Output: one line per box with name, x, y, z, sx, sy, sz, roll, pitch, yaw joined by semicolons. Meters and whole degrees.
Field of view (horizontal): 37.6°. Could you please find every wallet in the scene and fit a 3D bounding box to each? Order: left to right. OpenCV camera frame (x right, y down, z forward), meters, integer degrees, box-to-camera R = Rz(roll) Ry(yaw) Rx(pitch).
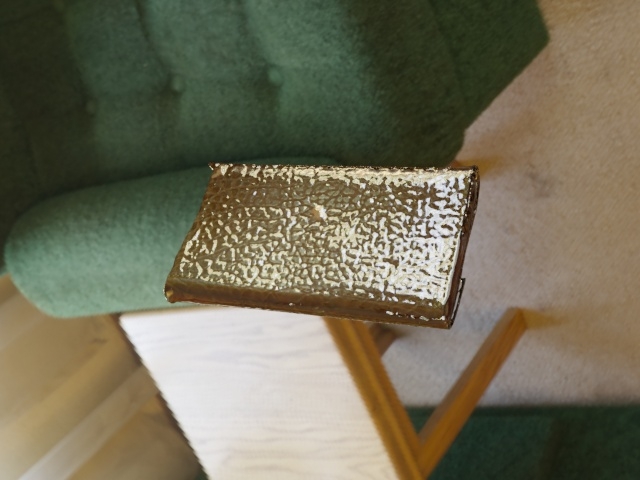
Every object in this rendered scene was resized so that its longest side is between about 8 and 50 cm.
wallet;0.000;0.000;0.748;0.243;0.132;0.039;2;153;27
